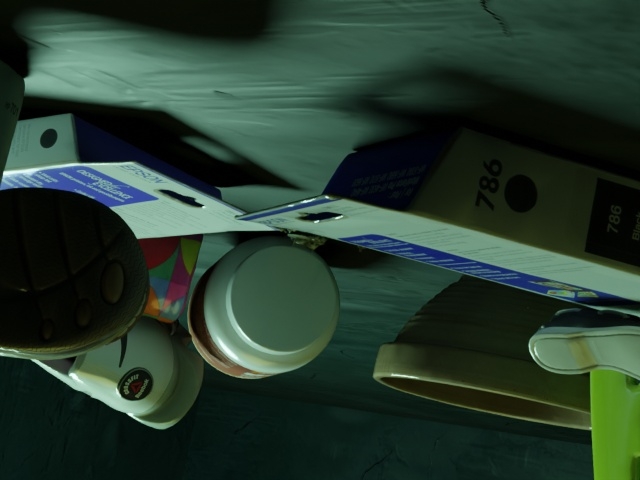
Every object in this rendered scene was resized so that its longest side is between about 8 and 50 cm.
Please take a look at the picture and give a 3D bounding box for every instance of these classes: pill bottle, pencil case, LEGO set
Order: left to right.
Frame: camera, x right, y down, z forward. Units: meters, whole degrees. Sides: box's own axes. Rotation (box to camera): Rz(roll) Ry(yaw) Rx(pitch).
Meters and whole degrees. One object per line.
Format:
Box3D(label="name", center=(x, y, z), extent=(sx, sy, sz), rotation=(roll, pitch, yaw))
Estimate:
Box3D(label="pencil case", center=(-0.219, 0.007, 1.468), extent=(0.236, 0.104, 0.104), rotation=(15, 171, -14))
Box3D(label="pill bottle", center=(-0.050, 0.061, 1.498), extent=(0.121, 0.121, 0.216), rotation=(13, 172, -8))
Box3D(label="LEGO set", center=(0.001, 0.000, 1.366), extent=(0.083, 0.023, 0.054), rotation=(11, 171, 5))

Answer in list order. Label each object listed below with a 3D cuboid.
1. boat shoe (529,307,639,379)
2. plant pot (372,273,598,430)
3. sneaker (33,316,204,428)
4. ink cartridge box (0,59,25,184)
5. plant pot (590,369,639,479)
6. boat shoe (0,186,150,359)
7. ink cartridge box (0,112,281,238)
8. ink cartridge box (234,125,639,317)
Box3D(label="boat shoe", center=(0.197, 0.066, 1.089), extent=(0.125, 0.038, 0.046), rotation=(-3, 123, 40))
Box3D(label="plant pot", center=(0.171, 0.092, 1.447), extent=(0.237, 0.110, 0.237), rotation=(12, 170, 2))
Box3D(label="sneaker", center=(-0.246, 0.056, 1.594), extent=(0.146, 0.122, 0.330), rotation=(25, -176, -40))
Box3D(label="ink cartridge box", center=(-0.294, -0.090, 1.006), extent=(0.190, 0.082, 0.139), rotation=(11, 171, 11))
Box3D(label="plant pot", center=(0.344, 0.155, 1.181), extent=(0.228, 0.227, 0.207), rotation=(1, 171, -26))
Box3D(label="boat shoe", center=(-0.258, 0.018, 1.003), extent=(0.324, 0.123, 0.116), rotation=(10, 173, 6))
Box3D(label="ink cartridge box", center=(-0.164, -0.041, 1.225), extent=(0.208, 0.045, 0.206), rotation=(-3, 166, 26))
Box3D(label="ink cartridge box", center=(0.129, -0.008, 1.025), extent=(0.332, 0.065, 0.165), rotation=(14, 172, -22))
